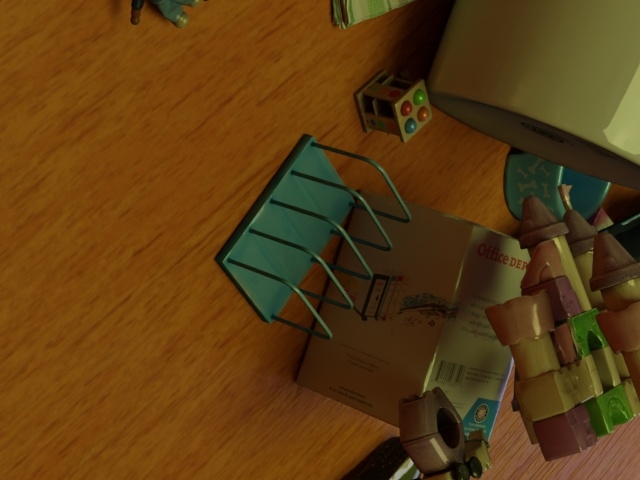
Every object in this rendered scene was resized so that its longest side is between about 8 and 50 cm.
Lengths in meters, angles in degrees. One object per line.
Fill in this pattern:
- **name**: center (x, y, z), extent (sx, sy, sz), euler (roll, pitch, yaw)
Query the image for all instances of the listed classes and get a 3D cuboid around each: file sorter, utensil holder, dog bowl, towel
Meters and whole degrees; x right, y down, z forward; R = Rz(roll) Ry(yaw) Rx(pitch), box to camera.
- **file sorter**: center (0.000, 0.000, 1.570), extent (0.170, 0.104, 0.118), euler (-56, 140, -20)
- **utensil holder**: center (0.320, -0.283, 1.674), extent (0.328, 0.328, 0.385), euler (23, 90, -52)
- **dog bowl**: center (0.320, -0.157, 1.917), extent (0.166, 0.074, 0.297), euler (-8, 111, -49)
- **towel**: center (0.068, -0.293, 1.596), extent (0.152, 0.023, 0.113), euler (-27, 125, -42)

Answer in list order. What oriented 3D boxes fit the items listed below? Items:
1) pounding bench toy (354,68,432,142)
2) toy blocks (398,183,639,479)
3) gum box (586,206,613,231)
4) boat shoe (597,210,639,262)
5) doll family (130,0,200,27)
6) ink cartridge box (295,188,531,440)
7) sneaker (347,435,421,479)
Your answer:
- **pounding bench toy**: center (0.091, -0.154, 1.647), extent (0.083, 0.065, 0.052), euler (-44, 134, -31)
- **toy blocks**: center (0.237, 0.079, 1.565), extent (0.289, 0.309, 0.260), euler (-12, 81, -60)
- **gum box**: center (0.359, 0.031, 2.049), extent (0.188, 0.062, 0.107), euler (44, 70, -49)
- **boat shoe**: center (0.313, 0.027, 1.922), extent (0.258, 0.089, 0.109), euler (-15, 167, -9)
- **doll family**: center (-0.110, -0.274, 1.344), extent (0.111, 0.076, 0.193), euler (38, 69, -70)
- **ink cartridge box**: center (0.115, 0.085, 1.690), extent (0.171, 0.168, 0.232), euler (18, 91, -52)
- **sneaker**: center (0.061, 0.319, 1.804), extent (0.192, 0.064, 0.086), euler (-37, 126, -40)
